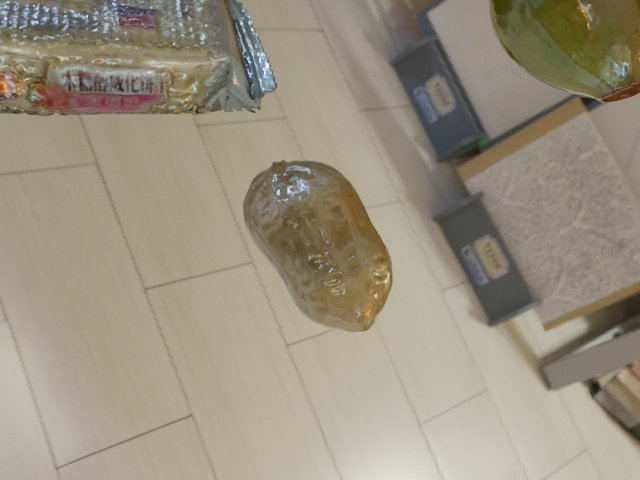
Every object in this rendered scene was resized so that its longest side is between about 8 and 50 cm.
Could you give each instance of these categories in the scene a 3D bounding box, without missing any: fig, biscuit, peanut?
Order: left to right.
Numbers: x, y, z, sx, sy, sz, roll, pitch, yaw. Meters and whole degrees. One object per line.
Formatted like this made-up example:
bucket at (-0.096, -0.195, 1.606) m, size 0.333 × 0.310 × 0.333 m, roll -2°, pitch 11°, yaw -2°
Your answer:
biscuit at (-0.198, -0.155, 0.583) m, size 0.309 × 0.079 × 0.186 m, roll 0°, pitch 46°, yaw -15°
peanut at (0.000, 0.000, 0.823) m, size 0.129 × 0.129 × 0.224 m, roll -13°, pitch 58°, yaw -41°
fig at (0.115, -0.099, 0.332) m, size 0.074 × 0.074 × 0.088 m, roll 1°, pitch 62°, yaw -37°
